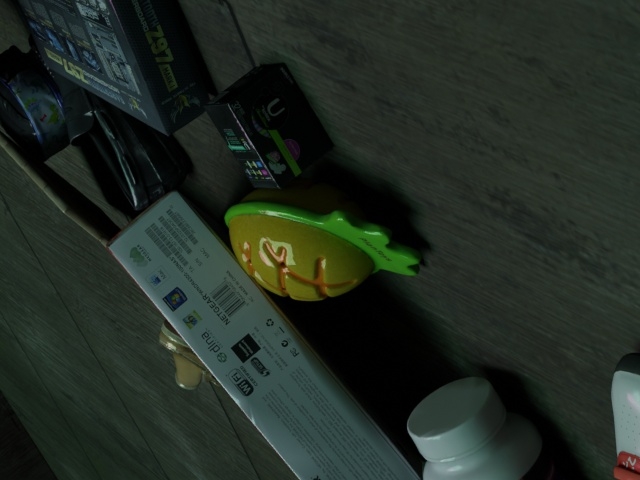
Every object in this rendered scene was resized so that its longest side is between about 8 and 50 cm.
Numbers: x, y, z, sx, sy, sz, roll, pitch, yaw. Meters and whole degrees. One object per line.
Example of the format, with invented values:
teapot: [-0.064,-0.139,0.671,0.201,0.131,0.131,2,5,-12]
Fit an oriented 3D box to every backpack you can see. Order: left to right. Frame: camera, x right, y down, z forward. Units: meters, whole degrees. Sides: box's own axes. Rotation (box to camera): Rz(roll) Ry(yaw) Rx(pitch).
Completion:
backpack: [-0.310,-0.152,1.755,0.114,0.084,0.105,46,159,35]

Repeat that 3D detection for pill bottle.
pill bottle: [0.153,0.213,1.343,0.193,0.108,0.108,58,160,-19]

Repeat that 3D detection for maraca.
maraca: [0.000,0.000,1.326,0.186,0.099,0.127,3,159,44]

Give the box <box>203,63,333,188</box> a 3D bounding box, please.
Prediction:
box: [-0.043,-0.092,1.303,0.083,0.062,0.052,58,158,-18]

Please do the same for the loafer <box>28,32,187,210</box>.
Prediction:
loafer: [-0.228,-0.129,1.624,0.223,0.078,0.076,50,160,4]

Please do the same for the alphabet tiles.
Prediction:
alphabet tiles: [-0.233,-0.008,1.778,0.285,0.011,0.342,42,178,-41]

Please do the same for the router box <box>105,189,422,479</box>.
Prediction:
router box: [-0.039,0.118,1.504,0.335,0.082,0.301,49,179,7]

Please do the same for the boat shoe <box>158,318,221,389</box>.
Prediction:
boat shoe: [-0.136,0.136,1.796,0.068,0.072,0.190,38,-177,26]

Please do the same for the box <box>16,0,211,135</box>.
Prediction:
box: [-0.208,-0.213,1.458,0.233,0.059,0.183,31,149,47]

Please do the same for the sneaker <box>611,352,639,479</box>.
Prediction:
sneaker: [0.237,0.219,1.113,0.090,0.145,0.270,19,143,57]
